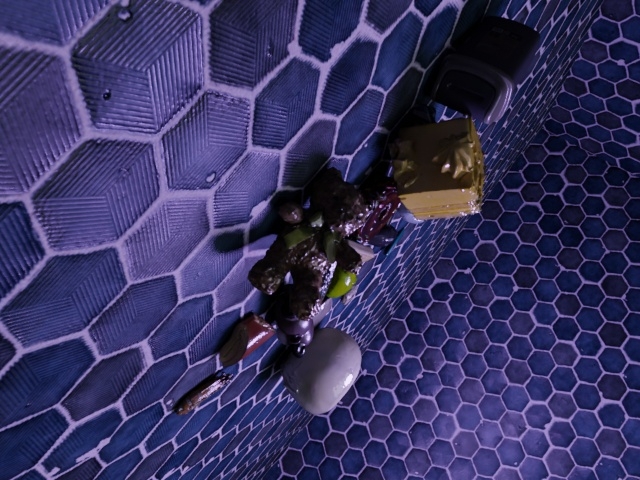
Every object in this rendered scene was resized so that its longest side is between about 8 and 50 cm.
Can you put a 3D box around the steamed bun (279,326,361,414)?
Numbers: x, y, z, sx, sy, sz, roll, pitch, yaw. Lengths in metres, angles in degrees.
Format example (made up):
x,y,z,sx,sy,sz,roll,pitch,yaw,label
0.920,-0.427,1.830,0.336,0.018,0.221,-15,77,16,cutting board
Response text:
x,y,z,sx,sy,sz,roll,pitch,yaw,label
-0.005,0.475,1.655,0.312,0.233,0.334,-50,-169,-5,steamed bun

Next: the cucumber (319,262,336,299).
x,y,z,sx,sy,sz,roll,pitch,yaw,label
0.005,0.120,1.363,0.067,0.067,0.294,-24,145,-50,cucumber

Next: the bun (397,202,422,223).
x,y,z,sx,sy,sz,roll,pitch,yaw,label
0.310,-0.124,1.430,0.141,0.141,0.083,-45,-169,-18,bun

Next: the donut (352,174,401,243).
x,y,z,sx,sy,sz,roll,pitch,yaw,label
0.163,-0.102,1.304,0.235,0.089,0.235,-42,157,-23,donut

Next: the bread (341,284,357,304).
x,y,z,sx,sy,sz,roll,pitch,yaw,label
0.121,0.235,1.818,0.070,0.035,0.083,-32,153,-39,bread

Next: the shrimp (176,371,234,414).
x,y,z,sx,sy,sz,roll,pitch,yaw,label
-0.328,0.430,1.212,0.184,0.043,0.091,-32,159,-29,shrimp

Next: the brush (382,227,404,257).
x,y,z,sx,sy,sz,roll,pitch,yaw,label
0.323,0.003,1.881,0.193,0.032,0.043,-52,158,-36,brush

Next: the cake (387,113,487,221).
x,y,z,sx,sy,sz,roll,pitch,yaw,label
0.332,-0.210,1.194,0.286,0.227,0.223,33,57,-55,cake

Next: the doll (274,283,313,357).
x,y,z,sx,sy,sz,roll,pitch,yaw,label
-0.078,0.237,1.278,0.257,0.117,0.182,93,-2,-56,doll

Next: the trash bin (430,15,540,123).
x,y,z,sx,sy,sz,roll,pitch,yaw,label
0.456,-0.466,1.183,0.290,0.209,0.182,-52,158,-17,trash bin

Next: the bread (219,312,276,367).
x,y,z,sx,sy,sz,roll,pitch,yaw,label
-0.194,0.266,1.180,0.192,0.067,0.119,-35,153,-38,bread

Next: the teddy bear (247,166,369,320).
x,y,z,sx,sy,sz,roll,pitch,yaw,label
-0.001,0.004,0.958,0.222,0.246,0.296,-44,-165,32,teddy bear

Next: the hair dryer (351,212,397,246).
x,y,z,sx,sy,sz,roll,pitch,yaw,label
0.217,-0.103,1.475,0.235,0.091,0.272,-3,116,-50,hair dryer

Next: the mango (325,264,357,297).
x,y,z,sx,sy,sz,roll,pitch,yaw,label
0.066,0.135,1.465,0.119,0.100,0.178,-34,160,-44,mango

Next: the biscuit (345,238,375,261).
x,y,z,sx,sy,sz,roll,pitch,yaw,label
0.116,0.035,1.411,0.056,0.052,0.188,-24,158,29,biscuit

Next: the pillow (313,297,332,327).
x,y,z,sx,sy,sz,roll,pitch,yaw,label
-0.031,0.304,1.612,0.232,0.038,0.131,-43,155,-23,pillow

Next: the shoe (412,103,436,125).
x,y,z,sx,sy,sz,roll,pitch,yaw,label
0.308,-0.357,1.241,0.071,0.063,0.143,-58,158,0,shoe
